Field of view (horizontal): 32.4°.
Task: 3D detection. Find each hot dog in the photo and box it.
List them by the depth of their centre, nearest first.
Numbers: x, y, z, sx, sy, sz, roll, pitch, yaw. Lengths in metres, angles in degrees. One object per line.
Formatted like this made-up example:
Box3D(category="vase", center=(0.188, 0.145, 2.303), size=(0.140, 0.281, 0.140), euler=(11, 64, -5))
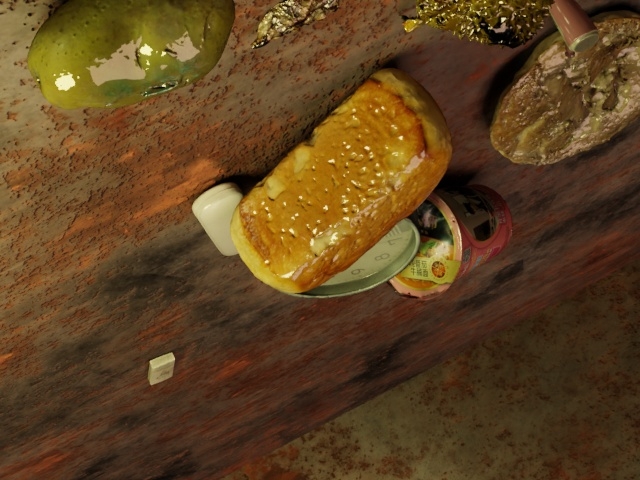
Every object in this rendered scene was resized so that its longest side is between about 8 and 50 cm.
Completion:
Box3D(category="hot dog", center=(0.049, -0.089, 1.816), size=(0.405, 0.185, 0.223), euler=(-43, 163, 14))

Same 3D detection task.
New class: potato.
Box3D(category="potato", center=(-0.214, -0.230, 1.275), size=(0.248, 0.143, 0.169), euler=(-24, 148, -10))

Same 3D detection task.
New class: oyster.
Box3D(category="oyster", center=(-0.032, -0.301, 1.495), size=(0.132, 0.029, 0.086), euler=(-40, 156, 24))

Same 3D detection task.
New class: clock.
Box3D(category="clock", center=(0.033, 0.002, 2.082), size=(0.325, 0.067, 0.325), euler=(-8, 146, -5))

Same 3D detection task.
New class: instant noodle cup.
Box3D(category="instant noodle cup", center=(0.266, -0.017, 2.282), size=(0.255, 0.244, 0.244), euler=(-16, 157, -46))

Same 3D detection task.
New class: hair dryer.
Box3D(category="hair dryer", center=(0.415, -0.343, 1.840), size=(0.054, 0.106, 0.154), euler=(-28, 158, 0))

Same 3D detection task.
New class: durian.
Box3D(category="durian", center=(0.238, -0.343, 1.583), size=(0.237, 0.138, 0.193), euler=(-32, 159, 13))

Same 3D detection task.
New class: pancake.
Box3D(category="pancake", center=(0.478, -0.282, 2.071), size=(0.386, 0.082, 0.387), euler=(-21, 147, -14))

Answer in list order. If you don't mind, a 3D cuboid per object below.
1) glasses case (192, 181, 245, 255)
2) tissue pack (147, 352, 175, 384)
Box3D(category="glasses case", center=(-0.157, -0.035, 1.908), size=(0.092, 0.059, 0.233), euler=(-29, 159, 0))
Box3D(category="tissue pack", center=(-0.354, 0.286, 2.453), size=(0.056, 0.023, 0.108), euler=(-20, 158, -20))
